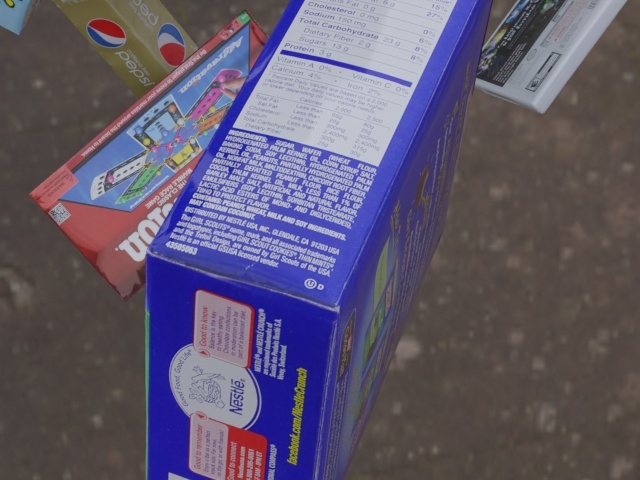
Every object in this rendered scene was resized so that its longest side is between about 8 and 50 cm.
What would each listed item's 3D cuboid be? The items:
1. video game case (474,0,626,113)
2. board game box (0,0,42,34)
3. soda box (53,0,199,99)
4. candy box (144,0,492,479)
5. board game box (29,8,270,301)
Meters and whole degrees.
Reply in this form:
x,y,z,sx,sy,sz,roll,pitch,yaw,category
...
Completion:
x,y,z,sx,sy,sz,roll,pitch,yaw,category
0.248,-0.229,1.916,0.190,0.022,0.173,-54,26,-1,video game case
-0.428,-0.388,2.080,0.275,0.144,0.142,28,55,-4,board game box
-0.187,-0.209,1.783,0.058,0.181,0.061,-10,47,32,soda box
0.000,0.000,1.123,0.122,0.268,0.317,18,48,10,candy box
-0.133,-0.081,1.757,0.281,0.145,0.027,-40,9,10,board game box
